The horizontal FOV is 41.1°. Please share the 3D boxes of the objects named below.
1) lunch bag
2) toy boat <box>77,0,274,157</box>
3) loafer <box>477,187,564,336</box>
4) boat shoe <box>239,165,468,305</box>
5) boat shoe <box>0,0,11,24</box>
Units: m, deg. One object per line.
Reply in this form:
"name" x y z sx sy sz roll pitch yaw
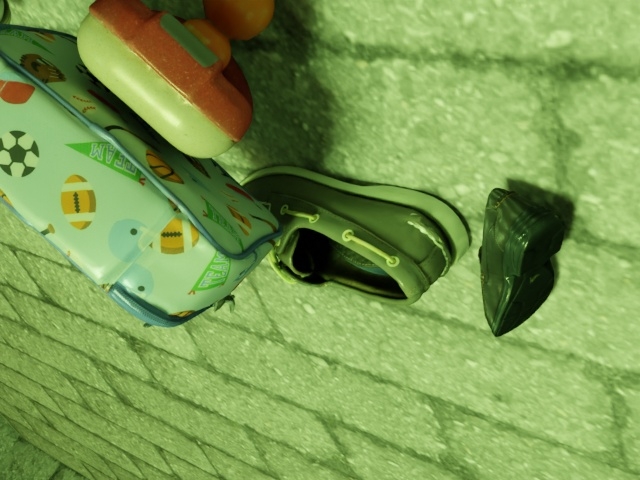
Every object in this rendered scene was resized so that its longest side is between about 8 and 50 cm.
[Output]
"lunch bag" -0.172 -0.056 0.761 0.303 0.115 0.243 44 -168 1
"toy boat" -0.098 -0.164 0.716 0.151 0.151 0.231 42 -178 -9
"loafer" 0.166 0.021 0.745 0.061 0.062 0.170 50 154 33
"boat shoe" -0.002 -0.003 0.859 0.305 0.091 0.109 10 138 42
"boat shoe" -0.472 -0.338 0.938 0.302 0.113 0.103 40 156 4
